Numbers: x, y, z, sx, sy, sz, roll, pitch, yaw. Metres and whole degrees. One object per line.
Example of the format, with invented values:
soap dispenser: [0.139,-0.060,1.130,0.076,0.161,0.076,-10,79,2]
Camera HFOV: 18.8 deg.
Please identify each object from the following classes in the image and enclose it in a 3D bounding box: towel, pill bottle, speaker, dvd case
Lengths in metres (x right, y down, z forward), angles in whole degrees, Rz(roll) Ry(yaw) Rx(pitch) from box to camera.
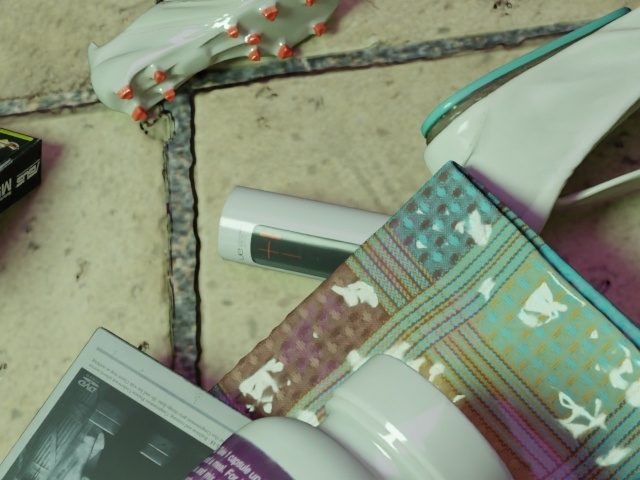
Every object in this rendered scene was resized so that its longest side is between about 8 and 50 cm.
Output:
towel: [0.106,0.152,1.185,0.271,0.040,0.370,-44,61,0]
pill bottle: [-0.034,0.207,1.090,0.301,0.169,0.169,-42,61,-13]
speaker: [0.000,0.000,1.327,0.136,0.055,0.055,12,60,15]
dvd case: [-0.138,0.194,1.214,0.179,0.029,0.238,29,76,24]

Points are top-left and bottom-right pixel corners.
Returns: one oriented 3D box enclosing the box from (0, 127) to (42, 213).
box: [-0.323,-0.045,1.361,0.191,0.045,0.184,16,28,17]

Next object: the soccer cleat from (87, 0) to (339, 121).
soccer cleat: [-0.082,-0.159,1.436,0.196,0.068,0.076,-25,55,-4]

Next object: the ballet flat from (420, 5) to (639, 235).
ballet flat: [0.258,-0.128,1.343,0.400,0.139,0.139,-34,59,-8]

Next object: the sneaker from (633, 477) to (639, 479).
sneaker: [0.134,0.244,1.055,0.297,0.111,0.129,-43,70,-8]
